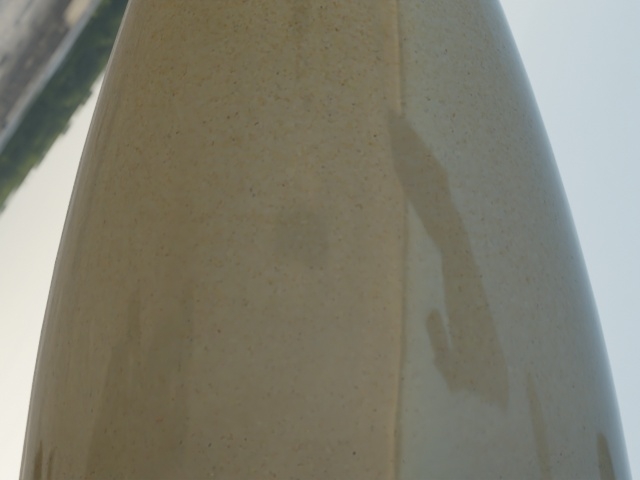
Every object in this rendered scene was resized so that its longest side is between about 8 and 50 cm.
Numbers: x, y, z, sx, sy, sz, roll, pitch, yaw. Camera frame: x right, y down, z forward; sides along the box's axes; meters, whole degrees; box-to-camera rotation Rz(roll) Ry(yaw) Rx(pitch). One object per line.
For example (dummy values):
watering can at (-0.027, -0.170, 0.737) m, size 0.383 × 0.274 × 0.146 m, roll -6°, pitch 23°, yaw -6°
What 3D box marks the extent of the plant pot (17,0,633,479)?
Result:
plant pot at (0.000, 0.000, 0.586) m, size 0.256 × 0.256 × 0.274 m, roll 168°, pitch -79°, yaw -73°
